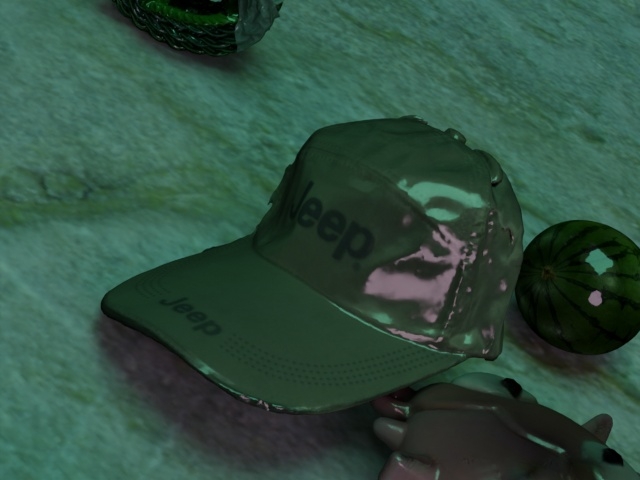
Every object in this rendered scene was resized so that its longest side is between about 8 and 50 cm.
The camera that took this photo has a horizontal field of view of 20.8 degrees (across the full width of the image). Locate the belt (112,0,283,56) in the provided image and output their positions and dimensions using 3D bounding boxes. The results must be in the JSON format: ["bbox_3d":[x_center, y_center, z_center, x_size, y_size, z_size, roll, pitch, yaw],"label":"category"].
[{"bbox_3d":[-0.095,-0.205,1.340,0.151,0.121,0.079,28,33,-6],"label":"belt"}]

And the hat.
[{"bbox_3d":[0.000,0.000,1.093,0.214,0.149,0.245,27,19,34],"label":"hat"}]

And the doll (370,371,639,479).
[{"bbox_3d":[0.136,0.163,1.045,0.262,0.093,0.211,38,29,25],"label":"doll"}]

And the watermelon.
[{"bbox_3d":[0.190,0.036,1.241,0.109,0.109,0.109,17,37,-13],"label":"watermelon"}]
